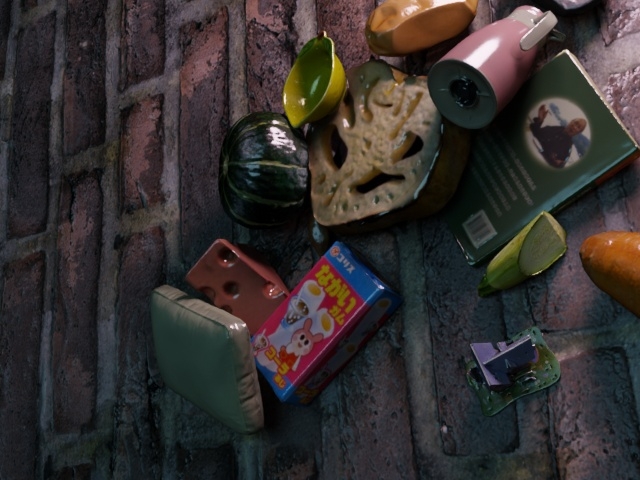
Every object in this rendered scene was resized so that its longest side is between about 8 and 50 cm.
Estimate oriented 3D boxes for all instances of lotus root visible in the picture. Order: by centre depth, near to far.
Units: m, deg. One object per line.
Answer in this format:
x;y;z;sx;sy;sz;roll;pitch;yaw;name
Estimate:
0.116;-0.178;1.912;0.375;0.111;0.390;-52;47;8;lotus root

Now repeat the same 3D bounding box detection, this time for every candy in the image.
0.003;0.167;1.897;0.306;0.100;0.157;-50;54;10;candy

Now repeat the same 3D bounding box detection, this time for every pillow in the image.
-0.235;0.240;1.942;0.322;0.120;0.255;20;123;49;pillow

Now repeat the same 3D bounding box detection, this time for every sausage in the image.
0.205;-0.446;1.925;0.241;0.120;0.136;-20;33;-2;sausage

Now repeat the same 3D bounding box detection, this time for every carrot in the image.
0.524;0.057;1.577;0.225;0.159;0.159;24;88;46;carrot

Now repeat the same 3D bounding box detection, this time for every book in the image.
0.379;-0.151;1.794;0.371;0.043;0.260;-36;58;20;book

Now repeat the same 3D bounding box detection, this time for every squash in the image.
0.357;0.042;1.726;0.200;0.090;0.075;-46;44;19;squash
-0.124;-0.146;2.005;0.252;0.165;0.252;-176;90;-72;squash

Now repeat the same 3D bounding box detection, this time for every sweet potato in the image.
0.000;0.000;1.987;0.049;0.049;0.117;-14;74;29;sweet potato

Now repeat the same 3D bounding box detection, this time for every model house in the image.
0.322;0.222;1.678;0.167;0.088;0.117;-31;59;21;model house

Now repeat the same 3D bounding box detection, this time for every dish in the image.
0.001;-0.317;1.951;0.149;0.080;0.207;15;86;49;dish

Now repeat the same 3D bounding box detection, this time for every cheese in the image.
-0.146;0.102;1.974;0.177;0.203;0.128;45;99;20;cheese

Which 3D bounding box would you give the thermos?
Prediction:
0.338;-0.341;1.768;0.265;0.146;0.176;-44;12;-30;thermos

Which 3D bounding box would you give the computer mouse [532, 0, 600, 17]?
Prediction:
0.446;-0.526;1.847;0.137;0.086;0.270;-48;64;4;computer mouse
